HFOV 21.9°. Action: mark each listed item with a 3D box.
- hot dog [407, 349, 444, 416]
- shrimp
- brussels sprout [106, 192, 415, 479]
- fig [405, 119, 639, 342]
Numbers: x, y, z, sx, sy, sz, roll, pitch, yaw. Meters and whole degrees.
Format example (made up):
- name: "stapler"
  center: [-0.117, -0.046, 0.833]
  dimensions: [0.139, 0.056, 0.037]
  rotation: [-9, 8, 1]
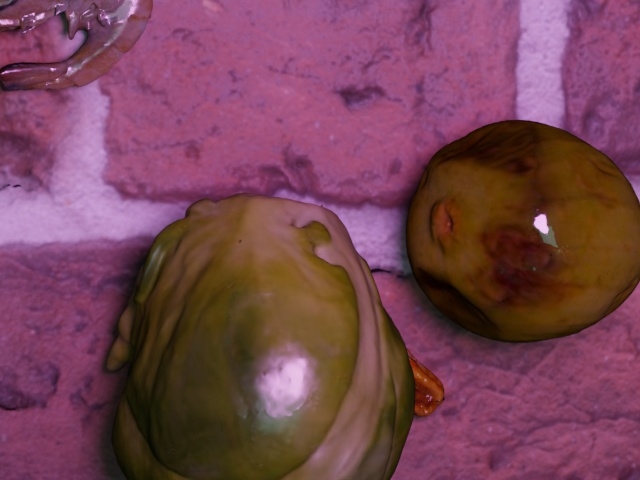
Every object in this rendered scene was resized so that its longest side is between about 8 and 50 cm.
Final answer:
- name: "hot dog"
  center: [0.079, 0.143, 1.825]
  dimensions: [0.144, 0.038, 0.062]
  rotation: [36, 90, -15]
- name: "shrimp"
  center: [-0.288, -0.216, 1.696]
  dimensions: [0.254, 0.059, 0.145]
  rotation: [-33, 114, -8]
- name: "brussels sprout"
  center: [-0.055, 0.142, 1.686]
  dimensions: [0.275, 0.315, 0.371]
  rotation: [10, 93, -34]
- name: "fig"
  center: [0.229, -0.005, 1.738]
  dimensions: [0.271, 0.239, 0.239]
  rotation: [13, 99, -41]
